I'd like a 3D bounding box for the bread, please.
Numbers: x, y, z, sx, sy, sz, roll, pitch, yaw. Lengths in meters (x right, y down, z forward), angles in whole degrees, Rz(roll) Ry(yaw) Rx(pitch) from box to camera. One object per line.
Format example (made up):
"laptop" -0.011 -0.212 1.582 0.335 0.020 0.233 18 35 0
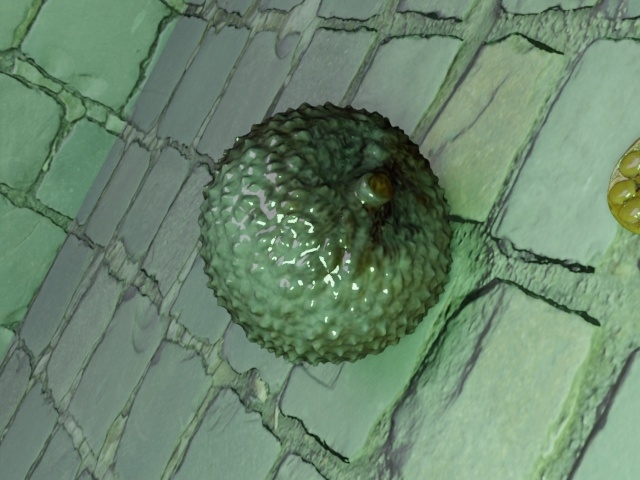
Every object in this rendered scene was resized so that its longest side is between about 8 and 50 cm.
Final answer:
"bread" 0.301 -0.056 1.059 0.110 0.024 0.110 -41 34 37

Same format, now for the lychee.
"lychee" -0.003 -0.001 1.273 0.300 0.300 0.300 -43 32 35
